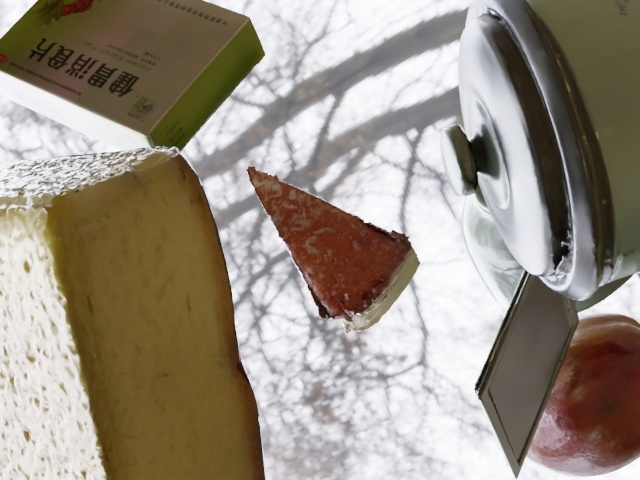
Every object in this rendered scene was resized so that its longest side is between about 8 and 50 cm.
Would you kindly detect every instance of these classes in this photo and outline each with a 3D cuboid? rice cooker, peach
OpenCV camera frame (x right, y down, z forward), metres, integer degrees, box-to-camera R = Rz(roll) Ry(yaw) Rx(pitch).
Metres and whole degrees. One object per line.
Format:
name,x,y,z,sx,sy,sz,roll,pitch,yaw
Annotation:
rice cooker,0.241,-0.099,1.057,0.317,0.264,0.316,0,-102,-2
peach,0.349,0.206,1.726,0.243,0.243,0.199,-20,-107,-46

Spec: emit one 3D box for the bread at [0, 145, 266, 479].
bread,-0.201,0.102,1.009,0.143,0.333,0.323,-20,-77,-41

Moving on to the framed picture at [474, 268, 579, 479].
framed picture,0.208,0.112,1.308,0.197,0.014,0.252,-64,-25,-19

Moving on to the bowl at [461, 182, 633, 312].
bowl,0.285,-0.057,1.684,0.146,0.289,0.289,38,-132,-34

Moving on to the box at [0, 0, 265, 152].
box,-0.212,-0.195,1.404,0.175,0.261,0.062,-52,-33,-21

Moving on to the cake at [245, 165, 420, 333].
cake,-0.008,0.018,1.403,0.116,0.220,0.086,-59,-28,-10
